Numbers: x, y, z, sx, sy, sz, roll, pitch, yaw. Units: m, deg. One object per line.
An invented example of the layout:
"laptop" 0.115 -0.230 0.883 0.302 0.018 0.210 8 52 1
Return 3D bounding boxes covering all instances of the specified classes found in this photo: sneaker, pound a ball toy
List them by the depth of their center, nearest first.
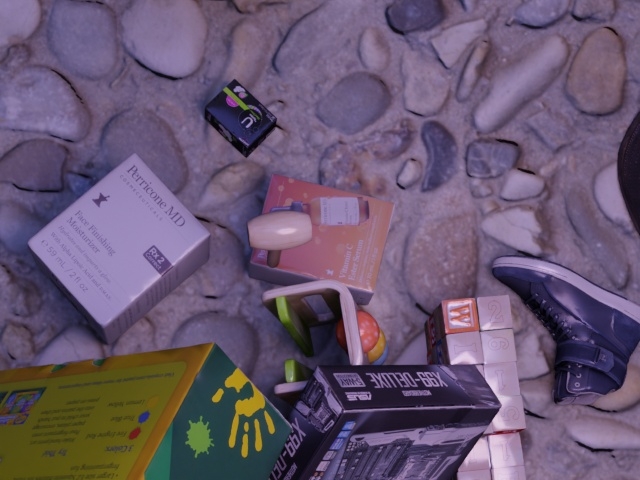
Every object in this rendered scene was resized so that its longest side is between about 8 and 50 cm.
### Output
"pound a ball toy" 0.006 0.091 1.772 0.135 0.319 0.208 -9 77 4
"sneaker" 0.314 0.125 1.914 0.226 0.086 0.163 25 73 1

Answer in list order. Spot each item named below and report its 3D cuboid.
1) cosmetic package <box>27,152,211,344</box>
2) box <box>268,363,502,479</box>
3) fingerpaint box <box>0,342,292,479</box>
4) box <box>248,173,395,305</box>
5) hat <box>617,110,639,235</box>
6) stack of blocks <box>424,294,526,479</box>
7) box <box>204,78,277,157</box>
"cosmetic package" -0.259 0.013 1.862 0.183 0.151 0.151 -42 84 -12
"box" 0.042 0.279 1.712 0.242 0.307 0.076 4 39 -37
"fingerpaint box" -0.297 0.319 1.556 0.163 0.444 0.371 51 47 -29
"box" 0.000 0.000 1.917 0.170 0.091 0.130 13 76 -2
"hat" 0.575 -0.086 1.961 0.331 0.134 0.331 1 77 -4
"stack of blocks" 0.202 0.233 1.837 0.087 0.171 0.297 -5 78 -5
"box" -0.110 -0.168 1.968 0.083 0.052 0.062 43 77 5
